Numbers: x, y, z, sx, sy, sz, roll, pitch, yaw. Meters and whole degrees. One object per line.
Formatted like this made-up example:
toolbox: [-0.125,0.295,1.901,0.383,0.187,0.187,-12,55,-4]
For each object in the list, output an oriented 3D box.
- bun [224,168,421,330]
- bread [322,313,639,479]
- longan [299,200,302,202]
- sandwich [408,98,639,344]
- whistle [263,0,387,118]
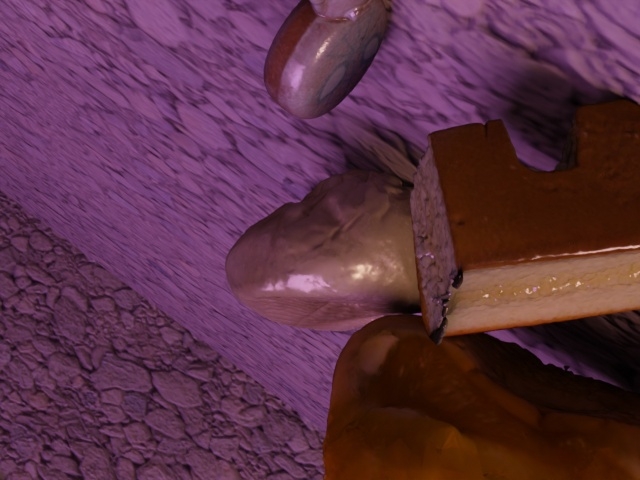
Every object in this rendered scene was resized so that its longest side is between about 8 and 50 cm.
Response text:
bun: [0.024,0.008,0.879,0.229,0.145,0.229,6,167,1]
bread: [0.160,0.225,0.784,0.361,0.250,0.394,21,-178,17]
longan: [0.000,0.000,1.038,0.113,0.092,0.113,58,178,3]
sandwich: [0.182,-0.015,0.612,0.236,0.128,0.122,-7,156,0]
whistle: [0.008,-0.162,0.632,0.057,0.107,0.220,39,150,13]
